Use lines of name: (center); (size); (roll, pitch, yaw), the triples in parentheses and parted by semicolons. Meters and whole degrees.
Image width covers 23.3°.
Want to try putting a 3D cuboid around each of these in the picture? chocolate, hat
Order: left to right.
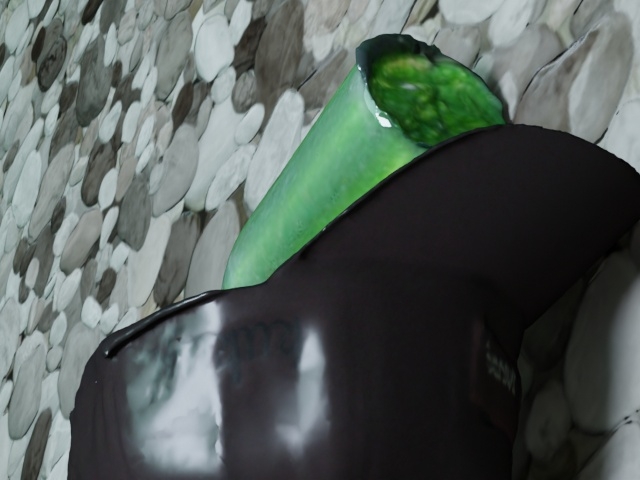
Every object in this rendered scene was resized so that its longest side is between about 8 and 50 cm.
chocolate: (0.000, 0.000, 0.994); (0.291, 0.110, 0.110); (-50, 34, 40)
hat: (0.037, 0.107, 0.748); (0.336, 0.238, 0.209); (-30, 64, 11)
